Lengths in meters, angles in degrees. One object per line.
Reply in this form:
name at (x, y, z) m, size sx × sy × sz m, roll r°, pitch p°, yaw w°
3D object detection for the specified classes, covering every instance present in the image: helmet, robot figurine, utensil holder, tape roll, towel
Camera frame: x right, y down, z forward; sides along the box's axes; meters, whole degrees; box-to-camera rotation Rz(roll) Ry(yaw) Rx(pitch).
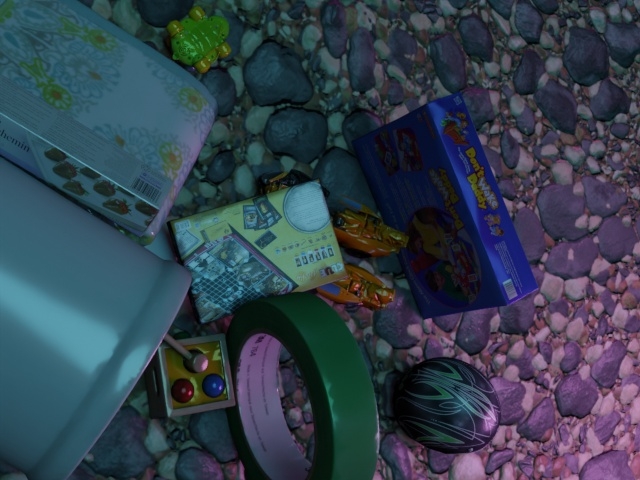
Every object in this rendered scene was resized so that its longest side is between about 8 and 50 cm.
helmet at (0.216, 0.277, 1.630) m, size 0.169 × 0.161 × 0.169 m, roll 6°, pitch 77°, yaw -29°
robot figurine at (0.000, 0.000, 1.605) m, size 0.291 × 0.085 × 0.211 m, roll 23°, pitch 70°, yaw -25°
utensil holder at (-0.408, 0.074, 1.195) m, size 0.385 × 0.327 × 0.327 m, roll 33°, pitch 65°, yaw -12°
tape roll at (-0.037, 0.236, 1.397) m, size 0.077 × 0.321 × 0.321 m, roll -9°, pitch 85°, yaw -31°
towel at (-0.348, -0.190, 1.371) m, size 0.374 × 0.090 × 0.320 m, roll 32°, pitch 45°, yaw -12°

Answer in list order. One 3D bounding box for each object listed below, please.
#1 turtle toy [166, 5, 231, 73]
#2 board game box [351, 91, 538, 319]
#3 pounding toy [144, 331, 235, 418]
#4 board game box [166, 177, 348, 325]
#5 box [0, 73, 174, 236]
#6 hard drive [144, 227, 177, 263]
turtle toy at (-0.194, -0.325, 1.568) m, size 0.130 × 0.066 × 0.095 m, roll -42°, pitch 102°, yaw -30°
board game box at (0.204, -0.049, 1.648) m, size 0.078 × 0.233 × 0.347 m, roll -23°, pitch 93°, yaw -31°
pounding toy at (-0.202, 0.187, 1.440) m, size 0.130 × 0.100 × 0.141 m, roll -5°, pitch 83°, yaw -31°
board game box at (-0.095, 0.015, 1.488) m, size 0.243 × 0.042 × 0.165 m, roll -16°, pitch 92°, yaw -16°
box at (-0.339, -0.121, 1.210) m, size 0.324 × 0.063 × 0.067 m, roll 31°, pitch 39°, yaw -13°
hard drive at (-0.344, -0.028, 1.438) m, size 0.203 × 0.040 × 0.307 m, roll -23°, pitch 92°, yaw -32°
